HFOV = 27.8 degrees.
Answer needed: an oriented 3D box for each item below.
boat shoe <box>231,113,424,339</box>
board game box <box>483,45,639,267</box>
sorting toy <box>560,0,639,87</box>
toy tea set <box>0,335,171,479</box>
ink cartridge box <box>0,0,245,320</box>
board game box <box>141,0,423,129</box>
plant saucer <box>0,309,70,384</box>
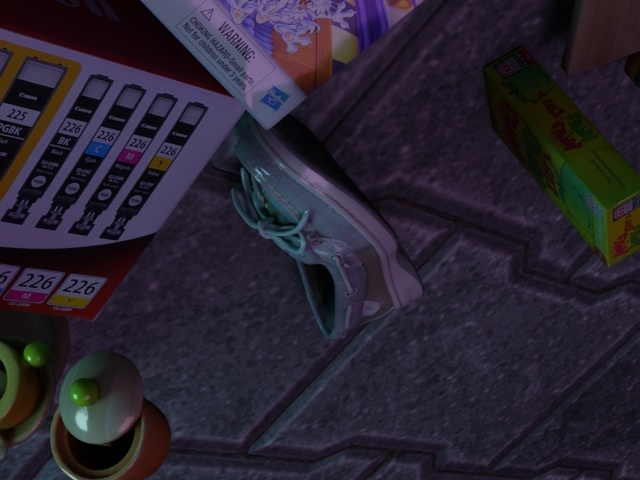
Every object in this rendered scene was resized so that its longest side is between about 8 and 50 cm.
[{"bbox_3d":[-0.001,-0.001,1.083,0.103,0.118,0.320,-39,154,0],"label":"boat shoe"},{"bbox_3d":[0.209,-0.073,1.105,0.043,0.181,0.092,-30,147,-5],"label":"board game box"},{"bbox_3d":[0.261,-0.224,1.081,0.132,0.046,0.274,-22,145,-18],"label":"sorting toy"},{"bbox_3d":[-0.273,0.168,0.918,0.336,0.200,0.124,-38,155,7],"label":"toy tea set"},{"bbox_3d":[-0.212,-0.102,0.761,0.309,0.130,0.272,10,126,-46],"label":"ink cartridge box"},{"bbox_3d":[-0.050,-0.251,0.657,0.233,0.078,0.347,-39,128,9],"label":"board game box"},{"bbox_3d":[-0.332,0.106,1.004,0.278,0.041,0.277,-22,144,-17],"label":"plant saucer"}]
